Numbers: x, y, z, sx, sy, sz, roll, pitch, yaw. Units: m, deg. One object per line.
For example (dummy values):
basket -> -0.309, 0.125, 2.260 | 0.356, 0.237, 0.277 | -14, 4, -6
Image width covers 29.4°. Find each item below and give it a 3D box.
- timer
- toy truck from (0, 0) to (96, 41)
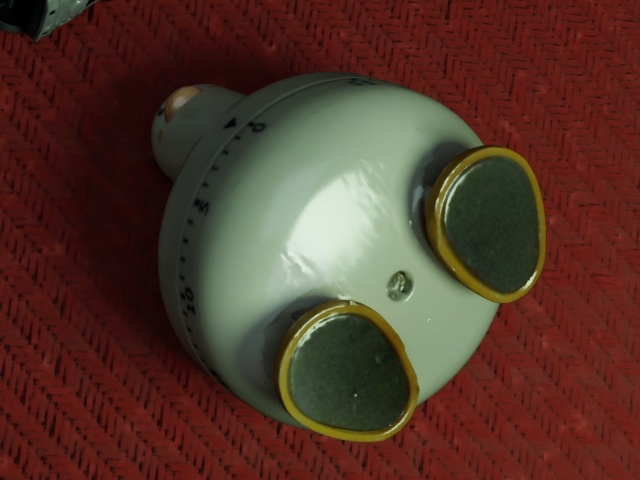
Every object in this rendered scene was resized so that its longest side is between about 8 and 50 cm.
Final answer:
timer -> 0.000, 0.000, 0.802 | 0.233, 0.240, 0.233 | -10, 111, -28
toy truck -> -0.205, -0.253, 0.817 | 0.116, 0.110, 0.216 | -32, 90, -22
